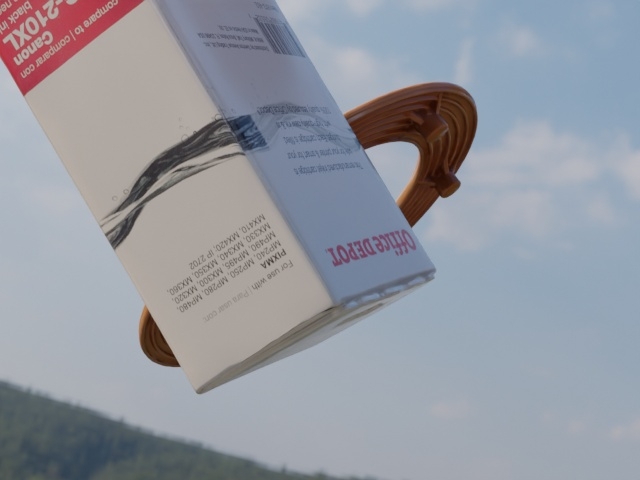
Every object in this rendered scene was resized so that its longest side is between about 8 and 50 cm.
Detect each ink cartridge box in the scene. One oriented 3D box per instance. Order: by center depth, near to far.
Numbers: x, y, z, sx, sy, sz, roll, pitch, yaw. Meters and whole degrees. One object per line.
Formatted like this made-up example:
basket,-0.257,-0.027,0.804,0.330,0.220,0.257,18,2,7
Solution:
ink cartridge box,-0.055,-0.049,0.813,0.100,0.237,0.172,-33,-7,21

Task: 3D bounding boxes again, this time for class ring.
ring,0.000,0.000,1.195,0.032,0.336,0.336,52,-1,18
